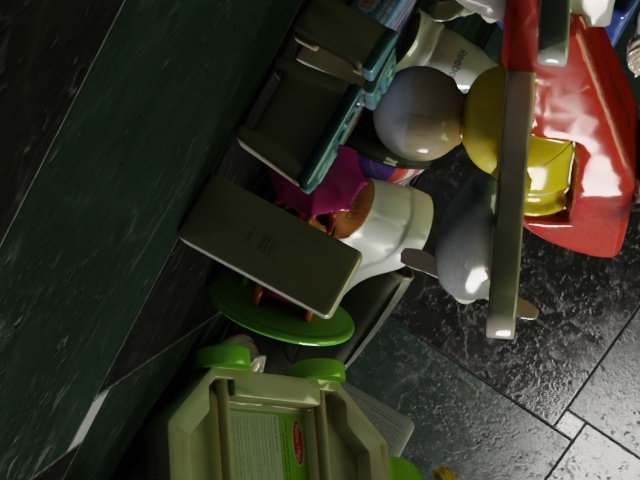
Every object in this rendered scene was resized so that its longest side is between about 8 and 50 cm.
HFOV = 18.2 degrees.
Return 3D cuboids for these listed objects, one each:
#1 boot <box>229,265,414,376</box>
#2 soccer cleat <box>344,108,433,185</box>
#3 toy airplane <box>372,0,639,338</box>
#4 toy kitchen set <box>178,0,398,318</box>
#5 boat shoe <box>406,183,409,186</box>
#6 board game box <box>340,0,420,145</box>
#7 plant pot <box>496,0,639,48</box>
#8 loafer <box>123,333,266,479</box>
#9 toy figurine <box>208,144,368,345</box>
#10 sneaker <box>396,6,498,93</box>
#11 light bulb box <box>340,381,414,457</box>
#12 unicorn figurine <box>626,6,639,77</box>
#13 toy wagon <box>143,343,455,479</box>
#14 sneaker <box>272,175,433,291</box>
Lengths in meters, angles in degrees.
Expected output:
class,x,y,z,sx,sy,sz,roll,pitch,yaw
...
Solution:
class,x,y,z,sx,sy,sz,roll,pitch,yaw
boot,-0.003,0.071,2.015,0.076,0.189,0.208,0,120,-40
soccer cleat,0.043,-0.069,1.973,0.116,0.109,0.318,-60,179,7
toy airplane,0.165,-0.133,1.734,0.386,0.272,0.384,-32,114,-65
toy kitchen set,0.005,-0.056,1.471,0.207,0.122,0.166,-61,176,-4
boat shoe,0.059,-0.047,2.403,0.079,0.084,0.233,-65,177,32
board game box,0.044,-0.172,1.730,0.160,0.039,0.211,-59,174,-35
plant pot,0.285,-0.343,2.290,0.236,0.212,0.236,-61,176,-19
loafer,-0.112,0.201,1.937,0.268,0.092,0.102,-57,174,-42
toy figurine,-0.010,-0.016,1.712,0.173,0.130,0.159,-70,177,-72
sneaker,0.134,-0.171,2.194,0.111,0.129,0.297,-63,177,2
light bulb box,-0.089,0.361,2.344,0.358,0.225,0.361,-63,176,21
unicorn figurine,0.384,-0.257,2.275,0.111,0.060,0.162,-59,159,-21
toy wagon,-0.012,0.244,1.885,0.068,0.344,0.267,-23,-115,45
sneaker,-0.016,-0.002,1.897,0.290,0.123,0.106,-34,-138,54
